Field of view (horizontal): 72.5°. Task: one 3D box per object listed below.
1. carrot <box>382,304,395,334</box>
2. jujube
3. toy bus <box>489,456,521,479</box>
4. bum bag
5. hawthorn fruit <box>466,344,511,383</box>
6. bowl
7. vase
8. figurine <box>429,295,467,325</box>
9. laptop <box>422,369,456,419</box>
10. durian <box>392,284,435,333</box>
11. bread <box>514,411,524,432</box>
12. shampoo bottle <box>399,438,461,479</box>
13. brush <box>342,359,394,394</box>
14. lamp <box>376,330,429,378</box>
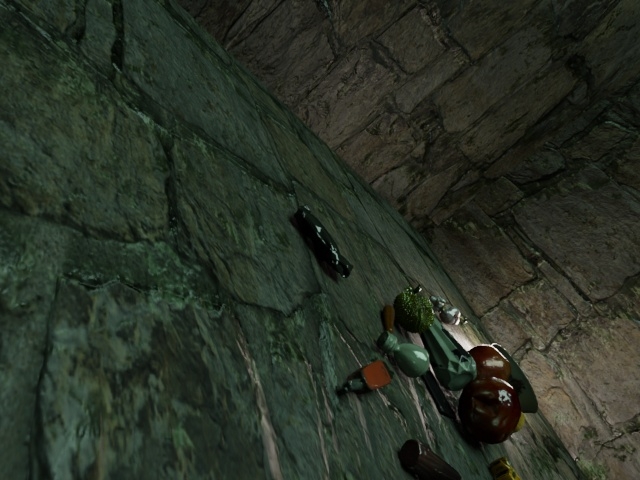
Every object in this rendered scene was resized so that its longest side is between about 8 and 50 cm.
[{"bbox_3d":[0.248,0.302,1.583,0.048,0.048,0.216,46,22,-13],"label":"carrot"},{"bbox_3d":[0.612,0.610,1.568,0.318,0.223,0.223,42,17,-52],"label":"jujube"},{"bbox_3d":[0.626,0.806,1.433,0.162,0.069,0.074,58,20,19],"label":"toy bus"},{"bbox_3d":[0.000,0.000,1.529,0.326,0.079,0.142,54,10,21],"label":"bum bag"},{"bbox_3d":[0.671,0.561,1.847,0.260,0.224,0.224,5,42,-33],"label":"hawthorn fruit"},{"bbox_3d":[0.822,0.660,2.004,0.337,0.157,0.338,155,-90,-86],"label":"bowl"},{"bbox_3d":[0.475,0.413,1.738,0.165,0.165,0.360,38,17,-34],"label":"vase"},{"bbox_3d":[0.692,0.393,2.409,0.229,0.112,0.137,45,4,29],"label":"figurine"},{"bbox_3d":[0.413,0.534,1.551,0.135,0.016,0.197,37,22,-41],"label":"laptop"},{"bbox_3d":[0.357,0.280,1.731,0.159,0.146,0.198,-2,41,-34],"label":"durian"},{"bbox_3d":[0.782,0.750,1.853,0.073,0.149,0.122,46,60,-16],"label":"bread"},{"bbox_3d":[0.289,0.569,1.075,0.236,0.067,0.068,42,10,-26],"label":"shampoo bottle"},{"bbox_3d":[0.123,0.359,1.135,0.323,0.051,0.071,22,39,-63],"label":"brush"},{"bbox_3d":[0.269,0.365,1.410,0.193,0.106,0.106,37,19,-11],"label":"lamp"}]
